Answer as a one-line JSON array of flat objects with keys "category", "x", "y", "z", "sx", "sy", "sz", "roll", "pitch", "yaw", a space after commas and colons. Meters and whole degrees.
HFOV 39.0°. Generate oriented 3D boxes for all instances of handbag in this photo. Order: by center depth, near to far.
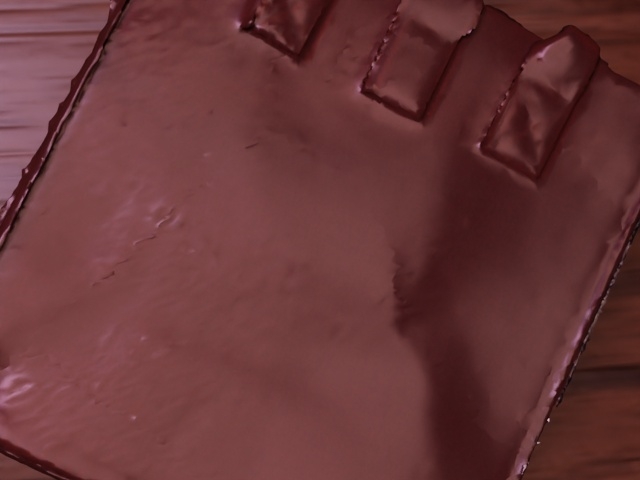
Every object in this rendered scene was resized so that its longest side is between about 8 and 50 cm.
[{"category": "handbag", "x": 0.000, "y": 0.000, "z": 0.410, "sx": 0.260, "sy": 0.084, "sz": 0.275, "roll": 24, "pitch": 84, "yaw": -5}]
